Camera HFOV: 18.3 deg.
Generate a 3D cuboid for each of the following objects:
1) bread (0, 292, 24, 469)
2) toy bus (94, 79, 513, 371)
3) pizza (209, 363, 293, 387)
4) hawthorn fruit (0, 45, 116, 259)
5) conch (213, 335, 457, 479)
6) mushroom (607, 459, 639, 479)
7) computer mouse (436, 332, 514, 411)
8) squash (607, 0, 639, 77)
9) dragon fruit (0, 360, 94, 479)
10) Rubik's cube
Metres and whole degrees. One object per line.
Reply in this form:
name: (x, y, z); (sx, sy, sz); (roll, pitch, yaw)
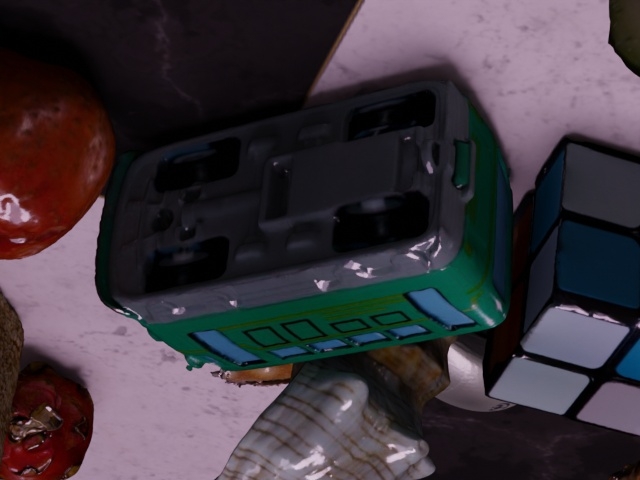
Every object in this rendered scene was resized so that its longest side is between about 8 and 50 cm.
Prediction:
bread: (-0.380, 0.138, 1.940); (0.110, 0.234, 0.184); (-8, 141, 18)
toy bus: (0.000, 0.000, 1.720); (0.343, 0.183, 0.199); (-11, 146, 26)
pizza: (-0.054, 0.081, 1.943); (0.185, 0.052, 0.195); (-16, 145, 24)
hawthorn fruit: (-0.271, -0.060, 1.677); (0.179, 0.200, 0.179); (8, 139, 7)
conch: (0.022, 0.176, 1.816); (0.170, 0.386, 0.203); (19, 150, 22)
mushroom: (0.491, 0.227, 1.815); (0.334, 0.356, 0.331); (42, 121, 19)
computer mouse: (0.138, 0.128, 1.971); (0.182, 0.056, 0.089); (27, 136, -22)
squash: (0.422, -0.126, 1.387); (0.384, 0.263, 0.263); (31, 139, -27)
dragon fruit: (-0.316, 0.210, 2.132); (0.125, 0.125, 0.246); (1, 158, -23)
Rubik's cube: (0.250, 0.044, 1.725); (0.167, 0.183, 0.180); (14, 142, -10)
